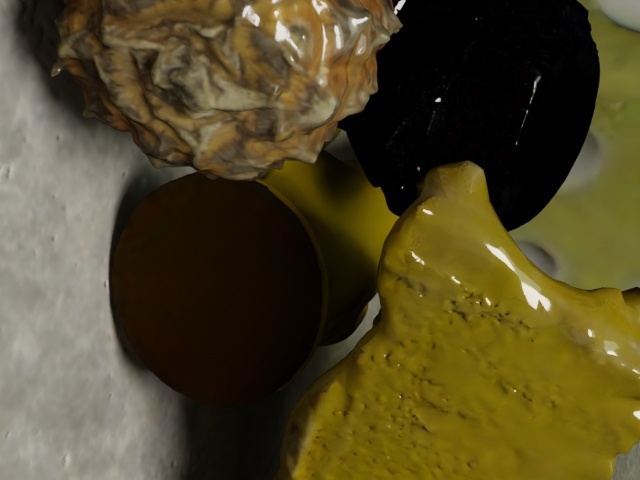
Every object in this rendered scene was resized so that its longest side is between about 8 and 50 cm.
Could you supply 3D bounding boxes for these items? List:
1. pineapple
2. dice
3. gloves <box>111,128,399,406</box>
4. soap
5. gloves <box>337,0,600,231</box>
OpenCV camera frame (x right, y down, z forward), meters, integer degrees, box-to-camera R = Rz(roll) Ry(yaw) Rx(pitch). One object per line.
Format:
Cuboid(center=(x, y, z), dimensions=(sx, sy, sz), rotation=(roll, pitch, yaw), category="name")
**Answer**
Cuboid(center=(-0.036, -0.127, 0.600), dimensions=(0.193, 0.166, 0.166), rotation=(-68, 150, -46), category="pineapple")
Cuboid(center=(0.212, -0.069, 0.908), dimensions=(0.227, 0.238, 0.233), rotation=(-67, 164, -50), category="dice")
Cuboid(center=(-0.001, 0.001, 0.771), dimensions=(0.133, 0.116, 0.294), rotation=(-61, 167, 19), category="gloves")
Cuboid(center=(0.034, 0.158, 0.655), dimensions=(0.339, 0.169, 0.304), rotation=(98, 15, -73), category="soap")
Cuboid(center=(0.051, -0.095, 0.699), dimensions=(0.124, 0.203, 0.164), rotation=(39, 76, -54), category="gloves")
